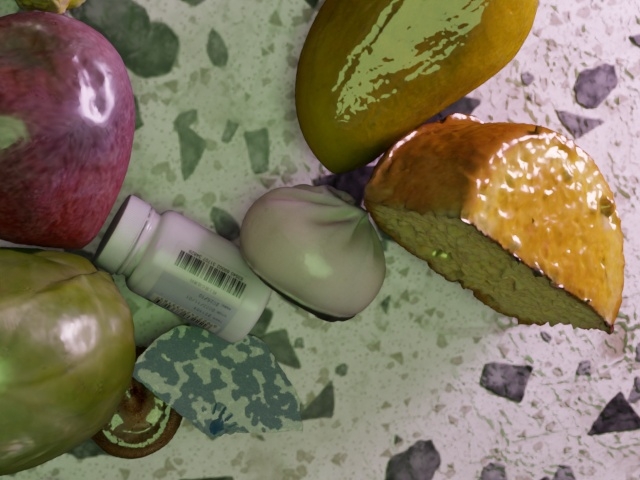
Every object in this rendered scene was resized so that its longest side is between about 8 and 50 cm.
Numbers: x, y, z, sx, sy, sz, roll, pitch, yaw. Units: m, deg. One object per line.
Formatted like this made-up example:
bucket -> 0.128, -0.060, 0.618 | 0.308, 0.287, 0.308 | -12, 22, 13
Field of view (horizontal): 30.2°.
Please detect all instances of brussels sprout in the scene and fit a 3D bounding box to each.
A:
brussels sprout -> -0.343, 0.124, 1.212 | 0.328, 0.328, 0.247 | -6, 76, -10

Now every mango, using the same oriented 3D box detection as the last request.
mango -> 0.098, -0.233, 1.313 | 0.332, 0.142, 0.195 | -36, 100, -1

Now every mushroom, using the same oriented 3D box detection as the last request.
mushroom -> -0.213, 0.184, 1.348 | 0.109, 0.085, 0.126 | 42, 74, -33

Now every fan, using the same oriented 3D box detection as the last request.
fan -> -0.110, 0.165, 1.367 | 0.240, 0.009, 0.131 | 24, 69, -31

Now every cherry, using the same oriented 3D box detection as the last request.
cherry -> -0.305, -0.110, 1.224 | 0.206, 0.239, 0.239 | 33, 92, 17

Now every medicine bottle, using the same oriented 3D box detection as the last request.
medicine bottle -> -0.152, 0.031, 1.324 | 0.187, 0.103, 0.102 | 29, 93, -15

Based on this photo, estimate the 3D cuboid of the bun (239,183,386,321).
bun -> 0.000, 0.000, 1.311 | 0.173, 0.173, 0.120 | 30, 107, -14

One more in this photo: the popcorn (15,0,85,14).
popcorn -> -0.296, -0.289, 1.249 | 0.089, 0.109, 0.096 | 4, 61, 18

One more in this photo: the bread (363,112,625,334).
bread -> 0.212, -0.038, 1.322 | 0.340, 0.194, 0.179 | 34, 74, -33
